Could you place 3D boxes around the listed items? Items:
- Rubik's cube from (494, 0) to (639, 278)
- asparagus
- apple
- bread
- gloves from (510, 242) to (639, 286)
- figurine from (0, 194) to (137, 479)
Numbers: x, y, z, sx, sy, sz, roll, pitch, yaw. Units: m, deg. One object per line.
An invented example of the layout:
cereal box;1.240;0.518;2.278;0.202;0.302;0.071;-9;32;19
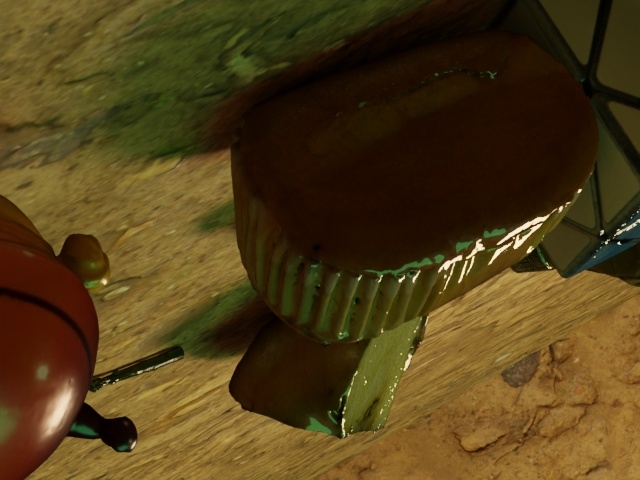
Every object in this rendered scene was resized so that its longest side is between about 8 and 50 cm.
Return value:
Rubik's cube;0.267;-0.120;1.409;0.205;0.207;0.205;-26;168;-23
asparagus;-0.201;0.141;1.786;0.127;0.015;0.018;-20;154;-39
apple;0.024;0.146;1.945;0.254;0.179;0.346;-20;171;11
bread;0.071;-0.058;1.264;0.288;0.204;0.156;-21;154;-18
gloves;0.358;-0.024;1.871;0.331;0.154;0.141;-2;174;23
figurine;-0.270;0.068;0.971;0.323;0.196;0.320;-4;146;-42
